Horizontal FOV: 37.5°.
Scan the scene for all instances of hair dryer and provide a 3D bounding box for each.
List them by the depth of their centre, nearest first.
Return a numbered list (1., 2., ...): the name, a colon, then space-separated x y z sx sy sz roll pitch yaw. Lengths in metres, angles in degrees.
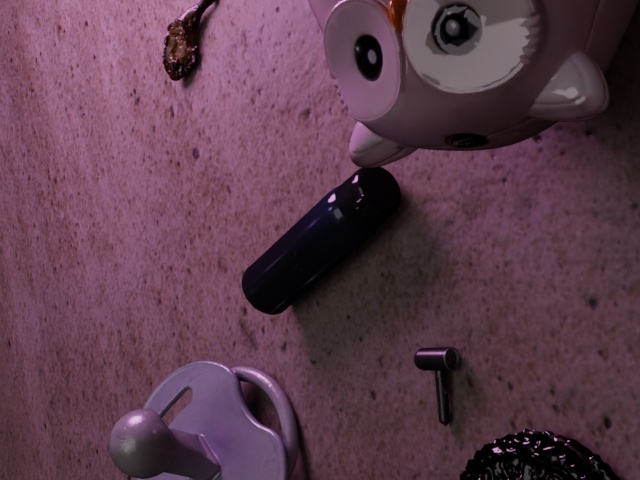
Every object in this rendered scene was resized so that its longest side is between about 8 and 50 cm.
1. hair dryer: 0.128 0.156 1.008 0.047 0.026 0.083 -10 87 50

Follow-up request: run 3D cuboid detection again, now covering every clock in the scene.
1. clock: 0.143 -0.263 0.850 0.368 0.250 0.376 -9 76 42

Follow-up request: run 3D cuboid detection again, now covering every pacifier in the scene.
1. pacifier: -0.162 0.260 1.180 0.238 0.226 0.287 -48 53 12

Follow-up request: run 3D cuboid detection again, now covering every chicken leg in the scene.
1. chicken leg: -0.197 -0.305 1.401 0.062 0.037 0.145 26 109 23

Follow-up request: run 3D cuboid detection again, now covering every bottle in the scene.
1. bottle: 0.000 0.000 1.128 0.072 0.082 0.244 41 130 -9

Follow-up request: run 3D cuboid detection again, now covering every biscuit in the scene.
1. biscuit: 0.205 0.272 0.884 0.194 0.053 0.194 -6 82 48
